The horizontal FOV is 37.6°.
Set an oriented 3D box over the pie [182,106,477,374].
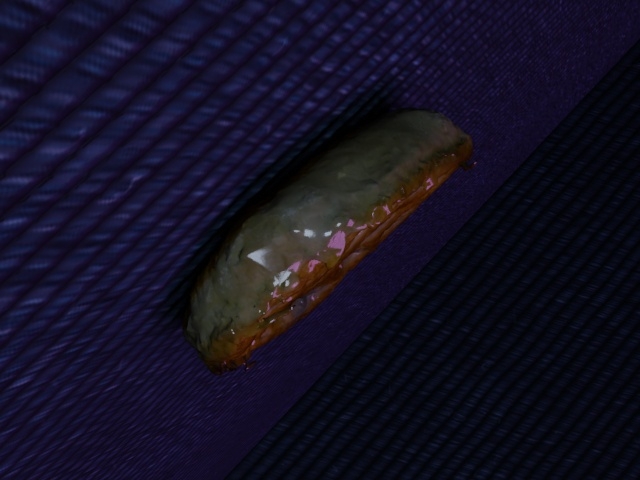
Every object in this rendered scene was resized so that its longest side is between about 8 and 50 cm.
[{"bbox_3d":[0.000,0.000,0.827,0.315,0.092,0.315,-42,172,-7],"label":"pie"}]
